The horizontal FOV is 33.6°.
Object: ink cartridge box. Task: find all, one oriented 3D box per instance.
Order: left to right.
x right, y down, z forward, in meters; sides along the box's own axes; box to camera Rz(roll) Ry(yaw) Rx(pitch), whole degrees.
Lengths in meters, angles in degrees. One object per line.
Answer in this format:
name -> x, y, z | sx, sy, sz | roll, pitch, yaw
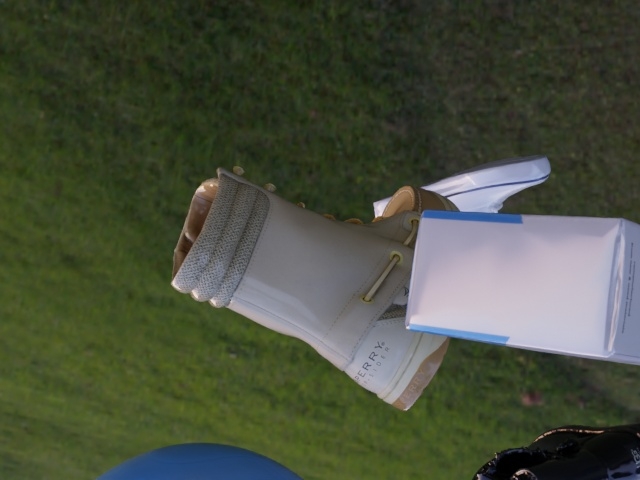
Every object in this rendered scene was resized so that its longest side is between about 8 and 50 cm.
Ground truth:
ink cartridge box -> 0.168, 0.035, 0.679 | 0.140, 0.082, 0.191 | 4, 176, 41

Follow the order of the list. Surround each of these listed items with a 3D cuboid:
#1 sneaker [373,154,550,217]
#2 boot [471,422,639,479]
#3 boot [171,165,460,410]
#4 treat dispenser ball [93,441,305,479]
sneaker -> 0.195, -0.046, 1.417 | 0.258, 0.091, 0.094 | -17, -176, 36
boot -> 0.241, 0.272, 1.205 | 0.207, 0.094, 0.246 | -9, 168, -28
boot -> 0.000, 0.000, 0.815 | 0.203, 0.262, 0.095 | 26, 122, -6
treat dispenser ball -> -0.103, 0.315, 0.883 | 0.288, 0.288, 0.288 | 5, 149, 3
